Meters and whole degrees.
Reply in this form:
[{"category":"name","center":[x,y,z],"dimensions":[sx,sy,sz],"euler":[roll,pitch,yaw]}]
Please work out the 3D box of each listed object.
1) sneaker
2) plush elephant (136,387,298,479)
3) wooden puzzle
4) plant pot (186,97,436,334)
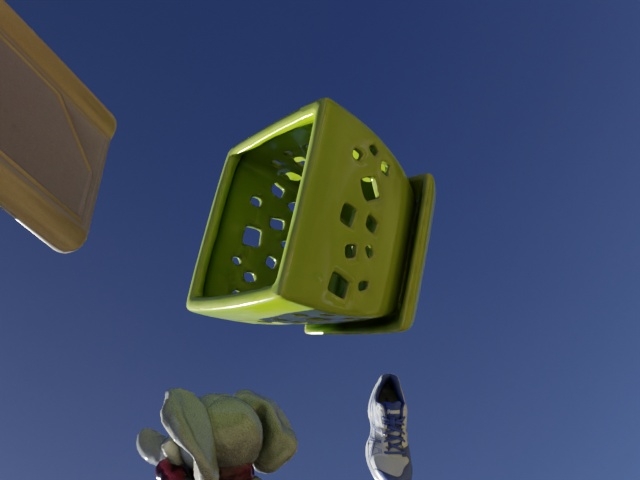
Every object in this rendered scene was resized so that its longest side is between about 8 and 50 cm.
[{"category":"sneaker","center":[0.169,0.469,1.626],"dimensions":[0.112,0.296,0.131],"euler":[-1,-49,-6]},{"category":"plush elephant","center":[-0.156,0.319,0.847],"dimensions":[0.330,0.255,0.272],"euler":[-24,-31,17]},{"category":"wooden puzzle","center":[-0.329,-0.129,0.717],"dimensions":[0.044,0.238,0.221],"euler":[-23,-49,19]},{"category":"plant pot","center":[0.000,0.000,0.772],"dimensions":[0.207,0.228,0.227],"euler":[23,-110,-31]}]
